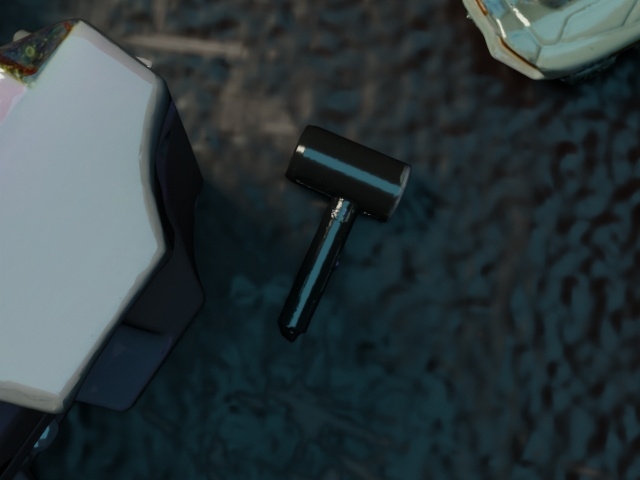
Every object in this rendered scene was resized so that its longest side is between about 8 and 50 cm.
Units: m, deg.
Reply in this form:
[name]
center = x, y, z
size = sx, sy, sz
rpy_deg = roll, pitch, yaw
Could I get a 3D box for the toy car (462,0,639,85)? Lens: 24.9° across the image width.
[toy car]
center = 0.149, -0.135, 0.581
size = 0.204, 0.056, 0.095
rpy_deg = -23, 85, -5

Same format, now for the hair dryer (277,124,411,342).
[hair dryer]
center = 0.000, 0.000, 0.578
size = 0.047, 0.026, 0.083
rpy_deg = 22, 91, 1

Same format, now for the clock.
[clock]
center = -0.118, 0.052, 0.482
size = 0.083, 0.186, 0.253
rpy_deg = 34, 85, 2
